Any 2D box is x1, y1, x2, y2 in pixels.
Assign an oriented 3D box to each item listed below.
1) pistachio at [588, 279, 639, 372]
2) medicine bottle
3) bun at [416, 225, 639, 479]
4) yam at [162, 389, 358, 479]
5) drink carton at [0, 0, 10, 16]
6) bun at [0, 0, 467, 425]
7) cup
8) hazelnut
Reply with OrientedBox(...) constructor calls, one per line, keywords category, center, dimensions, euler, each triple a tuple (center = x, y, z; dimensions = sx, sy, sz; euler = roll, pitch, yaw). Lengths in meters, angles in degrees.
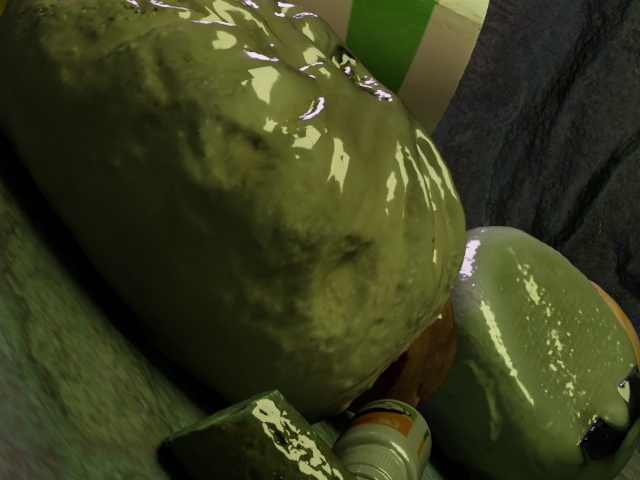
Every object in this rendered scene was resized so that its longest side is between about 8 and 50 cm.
OrientedBox(category="pistachio", center=(0.255, 0.152, 2.147), dimensions=(0.230, 0.230, 0.309), euler=(49, 12, -18))
OrientedBox(category="medicine bottle", center=(0.017, 0.149, 1.181), dimensions=(0.221, 0.092, 0.061), euler=(-37, 127, -80))
OrientedBox(category="bun", center=(0.179, 0.139, 1.857), dimensions=(0.293, 0.187, 0.293), euler=(35, 37, -31))
OrientedBox(category="yam", center=(-0.005, 0.158, 1.032), dimensions=(0.179, 0.078, 0.078), euler=(50, 7, -4))
OrientedBox(category="drink carton", center=(-0.249, -0.272, 1.501), dimensions=(0.154, 0.111, 0.351), euler=(41, 14, -49))
OrientedBox(category="bun", center=(-0.047, -0.051, 1.249), dimensions=(0.359, 0.211, 0.360), euler=(49, 9, -10))
OrientedBox(category="cup", center=(-0.009, -0.203, 1.615), dimensions=(0.274, 0.253, 0.253), euler=(23, 12, -7))
OrientedBox(category="hazelnut", center=(0.037, 0.073, 1.502), dimensions=(0.143, 0.143, 0.154), euler=(54, 24, 18))
